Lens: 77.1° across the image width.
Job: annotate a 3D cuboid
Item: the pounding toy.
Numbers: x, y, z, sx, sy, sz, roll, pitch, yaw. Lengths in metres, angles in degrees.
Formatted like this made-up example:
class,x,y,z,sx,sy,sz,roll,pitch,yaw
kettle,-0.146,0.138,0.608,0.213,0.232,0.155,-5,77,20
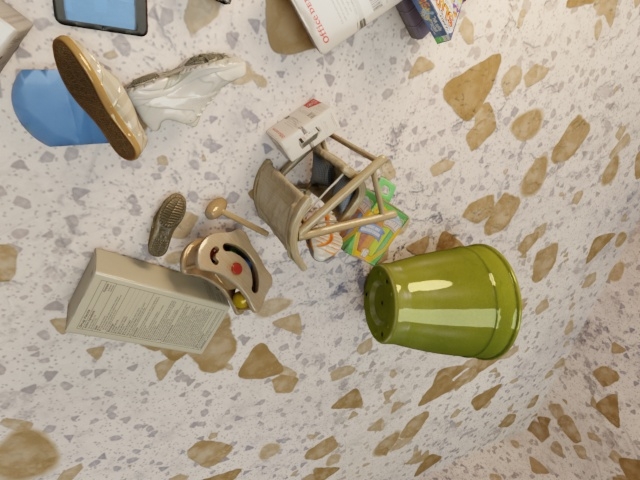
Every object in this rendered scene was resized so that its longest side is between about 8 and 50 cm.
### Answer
class,x,y,z,sx,sy,sz,roll,pitch,yaw
pounding toy,-0.201,0.046,0.906,0.154,0.155,0.269,-46,113,-46

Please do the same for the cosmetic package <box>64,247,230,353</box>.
class,x,y,z,sx,sy,sz,roll,pitch,yaw
cosmetic package,-0.391,0.150,0.933,0.310,0.113,0.160,25,103,-36

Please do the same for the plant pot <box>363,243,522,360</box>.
class,x,y,z,sx,sy,sz,roll,pitch,yaw
plant pot,0.335,0.186,1.229,0.354,0.366,0.366,2,117,-16

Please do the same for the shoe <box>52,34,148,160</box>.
class,x,y,z,sx,sy,sz,roll,pitch,yaw
shoe,-0.376,-0.246,0.702,0.058,0.077,0.218,-62,144,-41

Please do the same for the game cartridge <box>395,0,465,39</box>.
class,x,y,z,sx,sy,sz,roll,pitch,yaw
game cartridge,0.292,-0.649,0.867,0.355,0.068,0.230,-45,125,2

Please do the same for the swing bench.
class,x,y,z,sx,sy,sz,roll,pitch,yaw
swing bench,-0.012,-0.105,0.898,0.255,0.253,0.165,-29,127,-12

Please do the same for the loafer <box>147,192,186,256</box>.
class,x,y,z,sx,sy,sz,roll,pitch,yaw
loafer,-0.346,-0.038,0.888,0.056,0.050,0.147,27,87,-40

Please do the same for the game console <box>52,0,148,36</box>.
class,x,y,z,sx,sy,sz,roll,pitch,yaw
game console,-0.353,-0.406,0.646,0.144,0.124,0.085,-5,93,-27

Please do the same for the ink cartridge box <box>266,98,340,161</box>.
class,x,y,z,sx,sy,sz,roll,pitch,yaw
ink cartridge box,-0.040,-0.247,0.896,0.135,0.099,0.056,-36,129,-4

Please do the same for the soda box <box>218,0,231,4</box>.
class,x,y,z,sx,sy,sz,roll,pitch,yaw
soda box,-0.163,-0.512,0.702,0.060,0.053,0.168,11,111,-33

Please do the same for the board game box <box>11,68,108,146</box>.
class,x,y,z,sx,sy,sz,roll,pitch,yaw
board game box,-0.448,-0.241,0.723,0.169,0.033,0.133,-10,126,-22

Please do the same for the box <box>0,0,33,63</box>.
class,x,y,z,sx,sy,sz,roll,pitch,yaw
box,-0.526,-0.311,0.543,0.182,0.181,0.119,35,98,-38

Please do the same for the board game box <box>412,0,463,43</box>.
class,x,y,z,sx,sy,sz,roll,pitch,yaw
board game box,0.222,-0.520,0.799,0.201,0.035,0.136,32,72,-43

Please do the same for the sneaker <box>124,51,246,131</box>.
class,x,y,z,sx,sy,sz,roll,pitch,yaw
sneaker,-0.248,-0.285,0.781,0.232,0.090,0.115,-21,133,-5

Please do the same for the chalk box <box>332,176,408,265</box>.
class,x,y,z,sx,sy,sz,roll,pitch,yaw
chalk box,0.132,-0.064,1.076,0.133,0.132,0.213,24,104,-37

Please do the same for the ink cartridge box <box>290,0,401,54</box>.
class,x,y,z,sx,sy,sz,roll,pitch,yaw
ink cartridge box,0.044,-0.491,0.782,0.203,0.085,0.148,-31,129,8

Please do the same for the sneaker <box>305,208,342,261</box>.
class,x,y,z,sx,sy,sz,roll,pitch,yaw
sneaker,0.000,0.000,1.004,0.084,0.214,0.083,29,115,-10
